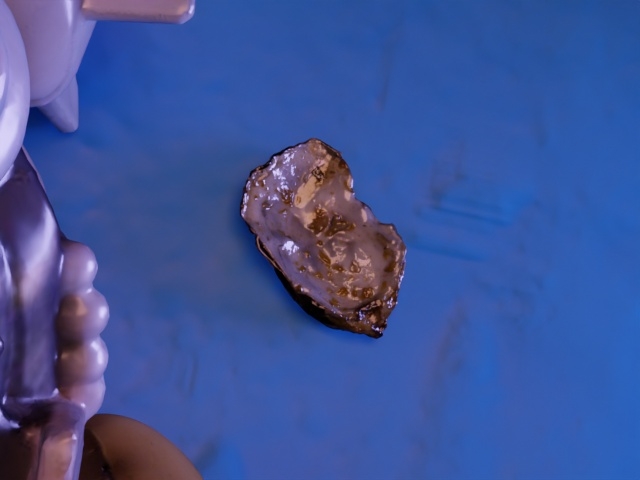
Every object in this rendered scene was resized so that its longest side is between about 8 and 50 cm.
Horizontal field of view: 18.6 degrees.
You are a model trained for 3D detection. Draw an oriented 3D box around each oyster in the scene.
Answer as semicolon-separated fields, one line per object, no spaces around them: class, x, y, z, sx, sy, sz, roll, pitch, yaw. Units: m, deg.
oyster;0.002;0.003;0.773;0.054;0.019;0.083;-31;82;-19

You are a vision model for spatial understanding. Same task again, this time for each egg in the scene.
egg;-0.072;0.103;0.706;0.071;0.071;0.083;-8;66;-14

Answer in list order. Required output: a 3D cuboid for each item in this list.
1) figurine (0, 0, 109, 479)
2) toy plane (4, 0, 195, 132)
figurine;-0.209;-0.055;0.608;0.211;0.253;0.361;-25;112;-18
toy plane;-0.112;-0.179;0.741;0.267;0.122;0.267;-1;77;6
